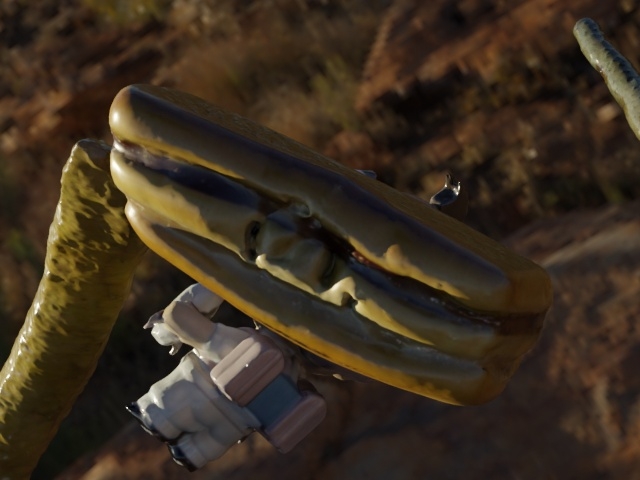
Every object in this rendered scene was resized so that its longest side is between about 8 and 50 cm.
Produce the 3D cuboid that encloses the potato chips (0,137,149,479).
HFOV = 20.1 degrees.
[{"bbox_3d":[-0.151,0.041,1.090,0.080,0.057,0.407,-62,2,-36],"label":"potato chips"}]

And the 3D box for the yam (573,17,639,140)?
[{"bbox_3d":[0.195,-0.077,1.077,0.029,0.027,0.234,-59,26,25],"label":"yam"}]

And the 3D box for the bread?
[{"bbox_3d":[0.000,0.000,0.768,0.077,0.200,0.116,-65,-11,12],"label":"bread"}]

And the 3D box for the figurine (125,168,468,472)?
[{"bbox_3d":[-0.003,0.041,1.011,0.229,0.137,0.112,-40,26,-3],"label":"figurine"}]
